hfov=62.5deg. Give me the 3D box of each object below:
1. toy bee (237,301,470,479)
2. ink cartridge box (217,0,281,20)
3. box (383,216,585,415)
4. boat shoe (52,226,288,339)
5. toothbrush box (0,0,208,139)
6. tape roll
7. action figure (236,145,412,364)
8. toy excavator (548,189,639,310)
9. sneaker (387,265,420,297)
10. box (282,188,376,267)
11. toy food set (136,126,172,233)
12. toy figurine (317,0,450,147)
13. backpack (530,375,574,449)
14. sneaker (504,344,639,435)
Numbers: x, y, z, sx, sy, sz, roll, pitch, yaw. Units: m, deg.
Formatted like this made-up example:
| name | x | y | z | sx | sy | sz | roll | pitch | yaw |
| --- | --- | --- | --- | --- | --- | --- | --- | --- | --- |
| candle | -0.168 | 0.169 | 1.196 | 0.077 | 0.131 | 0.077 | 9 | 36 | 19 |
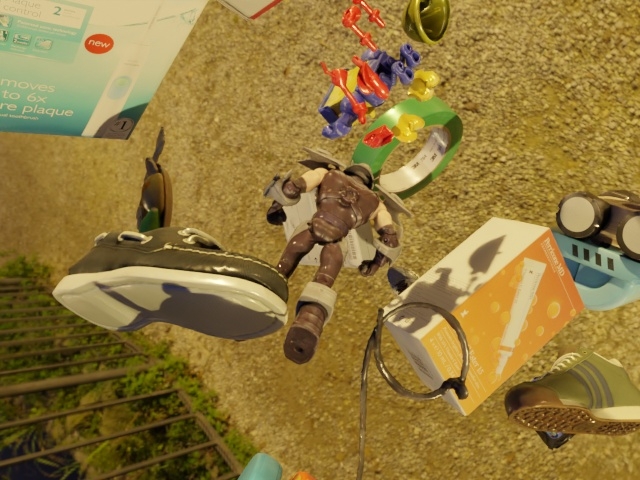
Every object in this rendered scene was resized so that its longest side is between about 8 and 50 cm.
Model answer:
| name | x | y | z | sx | sy | sz | roll | pitch | yaw |
| --- | --- | --- | --- | --- | --- | --- | --- | --- | --- |
| toy bee | -0.030 | 0.184 | 0.289 | 0.195 | 0.162 | 0.298 | 12 | 102 | 6 |
| ink cartridge box | -0.026 | -0.230 | 0.270 | 0.127 | 0.072 | 0.175 | -21 | 72 | 31 |
| box | 0.332 | 0.144 | 1.088 | 0.215 | 0.345 | 0.168 | 56 | 168 | -21 |
| boat shoe | -0.144 | 0.029 | 0.496 | 0.302 | 0.114 | 0.091 | -1 | 53 | 34 |
| toothbrush box | -0.290 | -0.256 | 0.611 | 0.295 | 0.216 | 0.126 | -38 | 66 | 41 |
| tape roll | 0.234 | -0.237 | 1.428 | 0.321 | 0.321 | 0.077 | -54 | 56 | 29 |
| action figure | 0.000 | 0.000 | 0.628 | 0.185 | 0.285 | 0.099 | 25 | 146 | 8 |
| toy excavator | 0.636 | 0.091 | 1.303 | 0.433 | 0.222 | 0.445 | 30 | 118 | 48 |
| sneaker | 0.254 | 0.153 | 1.466 | 0.088 | 0.092 | 0.225 | -44 | 52 | 14 |
| box | 0.004 | -0.031 | 0.862 | 0.186 | 0.038 | 0.145 | -1 | 105 | 50 |
| toy food set | -0.233 | -0.048 | 0.715 | 0.132 | 0.038 | 0.192 | -52 | 46 | 43 |
| toy figurine | 0.062 | -0.295 | 0.891 | 0.217 | 0.191 | 0.363 | -18 | 43 | 52 |
| backpack | 0.589 | 0.401 | 1.303 | 0.173 | 0.117 | 0.158 | -30 | 46 | -7 |
| sneaker | 0.263 | 0.152 | 0.557 | 0.064 | 0.192 | 0.086 | -52 | 33 | 44 |
